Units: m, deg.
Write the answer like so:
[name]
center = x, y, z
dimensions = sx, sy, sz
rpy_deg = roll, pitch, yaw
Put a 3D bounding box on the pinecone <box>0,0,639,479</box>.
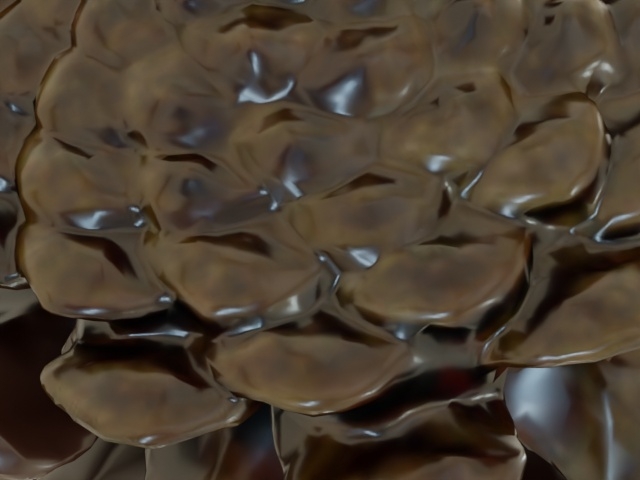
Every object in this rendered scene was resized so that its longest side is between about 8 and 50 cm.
[pinecone]
center = 0.008, -0.005, 0.468
dimensions = 0.264, 0.264, 0.264
rpy_deg = -36, -137, 43
